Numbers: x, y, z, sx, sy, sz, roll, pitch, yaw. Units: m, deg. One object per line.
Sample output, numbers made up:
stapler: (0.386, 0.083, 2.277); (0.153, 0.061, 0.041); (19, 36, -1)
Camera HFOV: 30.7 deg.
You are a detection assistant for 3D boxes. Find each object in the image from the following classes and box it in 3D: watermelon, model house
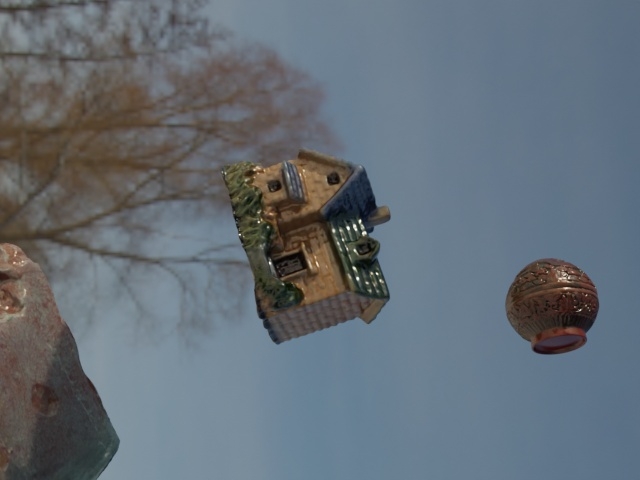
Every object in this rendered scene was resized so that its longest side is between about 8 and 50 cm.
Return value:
watermelon: (-0.297, 0.096, 0.843); (0.148, 0.318, 0.226); (-10, -117, 33)
model house: (0.000, 0.000, 1.301); (0.166, 0.172, 0.183); (75, 0, -64)

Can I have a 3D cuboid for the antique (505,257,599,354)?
antique: (0.246, 0.067, 1.245); (0.104, 0.104, 0.104); (178, -90, -67)
